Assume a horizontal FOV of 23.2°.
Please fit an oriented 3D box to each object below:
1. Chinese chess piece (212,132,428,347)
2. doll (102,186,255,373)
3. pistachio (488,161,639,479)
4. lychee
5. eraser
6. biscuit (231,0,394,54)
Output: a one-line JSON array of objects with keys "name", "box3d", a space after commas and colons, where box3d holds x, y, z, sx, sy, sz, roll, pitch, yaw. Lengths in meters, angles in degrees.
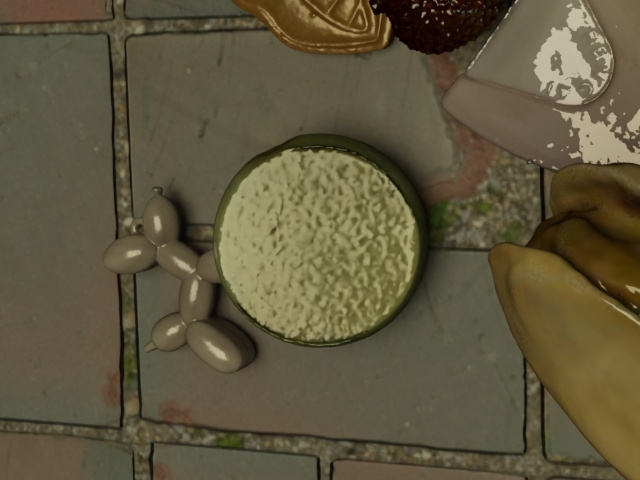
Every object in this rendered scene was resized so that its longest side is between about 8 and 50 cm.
[{"name": "Chinese chess piece", "box3d": [0.000, 0.000, 1.363, 0.188, 0.083, 0.188, 0, 97, 2]}, {"name": "doll", "box3d": [-0.129, 0.035, 1.458, 0.160, 0.059, 0.161, 13, 103, 19]}, {"name": "pistachio", "box3d": [0.281, 0.077, 1.202, 0.321, 0.238, 0.229, 42, 72, -7]}, {"name": "lychee", "box3d": [0.103, -0.219, 1.292, 0.129, 0.123, 0.123, -10, 93, 27]}, {"name": "eraser", "box3d": [0.245, -0.121, 1.278, 0.243, 0.059, 0.204, 42, 110, 16]}, {"name": "biscuit", "box3d": [-0.016, -0.249, 1.386, 0.221, 0.029, 0.142, 43, 111, 12]}]
